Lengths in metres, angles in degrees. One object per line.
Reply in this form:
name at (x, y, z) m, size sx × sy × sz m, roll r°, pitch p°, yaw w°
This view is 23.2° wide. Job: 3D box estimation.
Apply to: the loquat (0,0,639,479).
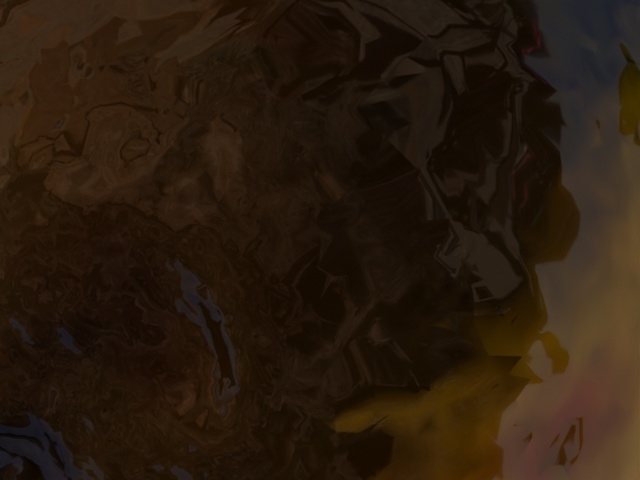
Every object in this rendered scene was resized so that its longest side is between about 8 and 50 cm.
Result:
loquat at (0.000, 0.000, 0.499) m, size 0.284 × 0.276 × 0.276 m, roll -36°, pitch -127°, yaw -27°
